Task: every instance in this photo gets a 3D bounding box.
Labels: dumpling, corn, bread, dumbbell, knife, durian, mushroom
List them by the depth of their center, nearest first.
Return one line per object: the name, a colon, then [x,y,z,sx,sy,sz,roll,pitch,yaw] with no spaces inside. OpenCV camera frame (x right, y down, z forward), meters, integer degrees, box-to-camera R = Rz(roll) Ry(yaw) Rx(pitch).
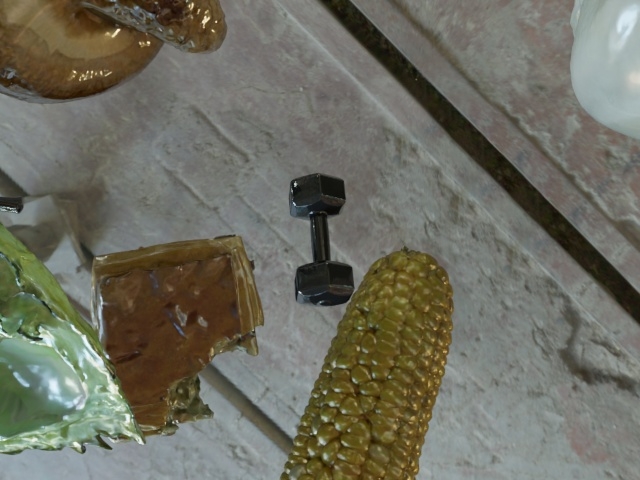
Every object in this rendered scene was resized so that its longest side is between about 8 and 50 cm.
dumpling: [0.198,-0.132,0.344,0.124,0.229,0.151,-29,81,8]
dumbbell: [0.000,0.000,0.375,0.036,0.040,0.083,-30,58,47]
durian: [-0.286,0.022,0.386,0.163,0.198,0.394,-46,118,-25]
corn: [0.029,0.152,0.441,0.102,0.102,0.313,17,71,4]
mushroom: [-0.284,-0.319,0.646,0.239,0.345,0.345,3,108,42]
knife: [-0.631,-0.082,1.019,0.230,0.060,0.028,6,132,-19]
bread: [-0.272,0.174,1.138,0.314,0.191,0.370,-9,104,-15]
